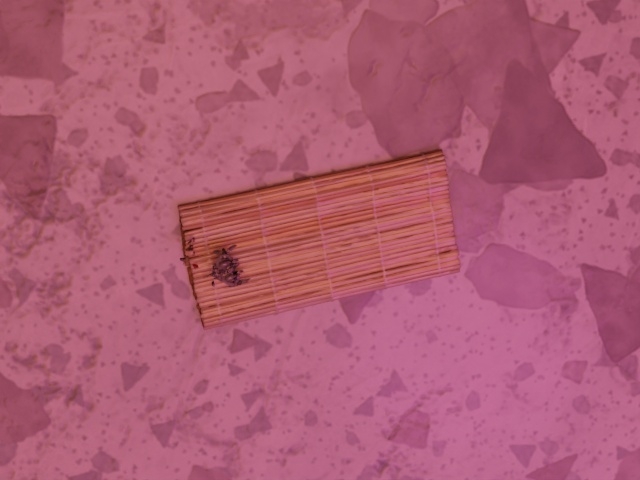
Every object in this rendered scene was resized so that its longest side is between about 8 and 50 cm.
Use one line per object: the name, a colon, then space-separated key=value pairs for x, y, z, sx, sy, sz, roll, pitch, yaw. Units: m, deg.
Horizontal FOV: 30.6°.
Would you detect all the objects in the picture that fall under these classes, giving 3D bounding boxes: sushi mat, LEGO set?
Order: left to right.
LEGO set: x=-0.117 y=0.029 z=1.318 sx=0.083 sy=0.023 sz=0.054 roll=9 pitch=104 yaw=-9
sushi mat: x=0.000 y=0.000 z=1.347 sx=0.317 sy=0.019 sz=0.151 roll=-13 pitch=107 yaw=-3
